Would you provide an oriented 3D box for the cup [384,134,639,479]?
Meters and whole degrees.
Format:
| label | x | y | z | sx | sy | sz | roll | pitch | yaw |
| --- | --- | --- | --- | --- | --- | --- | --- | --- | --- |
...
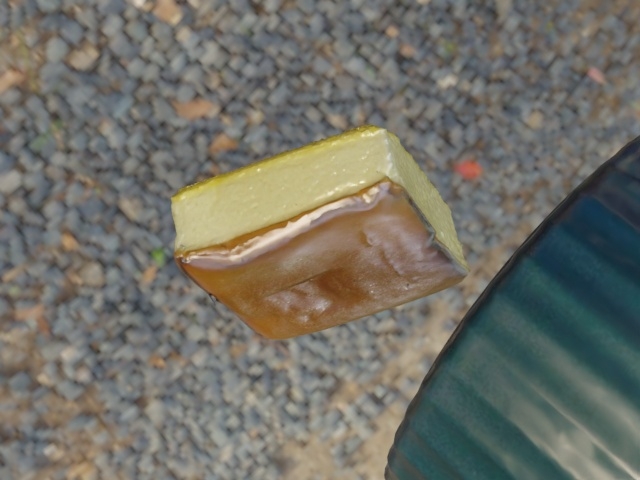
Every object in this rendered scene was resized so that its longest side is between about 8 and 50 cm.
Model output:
| label | x | y | z | sx | sy | sz | roll | pitch | yaw |
| --- | --- | --- | --- | --- | --- | --- | --- | --- | --- |
| cup | 0.197 | 0.101 | 0.591 | 0.242 | 0.292 | 0.308 | -45 | 158 | -11 |

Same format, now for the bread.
| label | x | y | z | sx | sy | sz | roll | pitch | yaw |
| --- | --- | --- | --- | --- | --- | --- | --- | --- | --- |
| bread | 0.000 | 0.000 | 2.083 | 0.333 | 0.143 | 0.323 | -19 | 151 | 17 |
